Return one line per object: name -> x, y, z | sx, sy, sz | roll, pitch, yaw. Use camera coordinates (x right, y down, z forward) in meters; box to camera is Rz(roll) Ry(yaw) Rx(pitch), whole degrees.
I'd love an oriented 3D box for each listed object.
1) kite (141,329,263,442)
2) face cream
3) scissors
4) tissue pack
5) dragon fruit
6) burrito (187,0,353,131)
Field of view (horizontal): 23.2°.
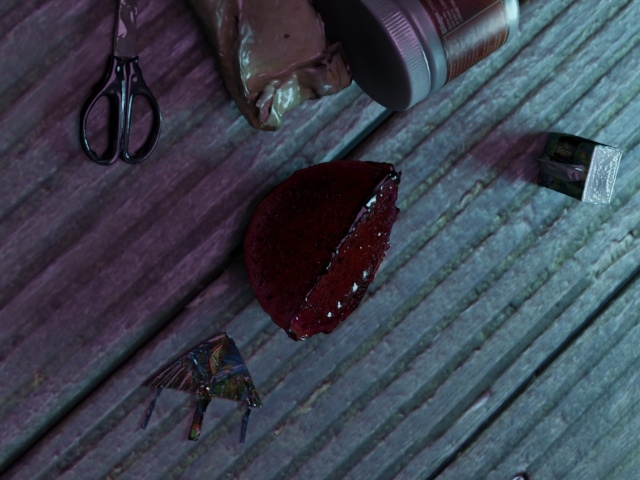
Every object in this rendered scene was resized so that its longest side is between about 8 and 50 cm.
kite -> -0.148, 0.196, 2.088 | 0.183, 0.010, 0.160 | 13, 98, -32
face cream -> 0.124, -0.294, 1.981 | 0.187, 0.201, 0.201 | -35, 118, -16
scissors -> -0.240, -0.239, 1.903 | 0.109, 0.022, 0.299 | -4, 106, -32
tissue pack -> 0.360, -0.105, 2.222 | 0.079, 0.111, 0.085 | 5, 102, -29
dragon fruit -> 0.000, 0.000, 2.041 | 0.189, 0.163, 0.261 | 35, 82, -3
burrito -> -0.087, -0.295, 1.925 | 0.175, 0.107, 0.347 | -49, 125, -26
